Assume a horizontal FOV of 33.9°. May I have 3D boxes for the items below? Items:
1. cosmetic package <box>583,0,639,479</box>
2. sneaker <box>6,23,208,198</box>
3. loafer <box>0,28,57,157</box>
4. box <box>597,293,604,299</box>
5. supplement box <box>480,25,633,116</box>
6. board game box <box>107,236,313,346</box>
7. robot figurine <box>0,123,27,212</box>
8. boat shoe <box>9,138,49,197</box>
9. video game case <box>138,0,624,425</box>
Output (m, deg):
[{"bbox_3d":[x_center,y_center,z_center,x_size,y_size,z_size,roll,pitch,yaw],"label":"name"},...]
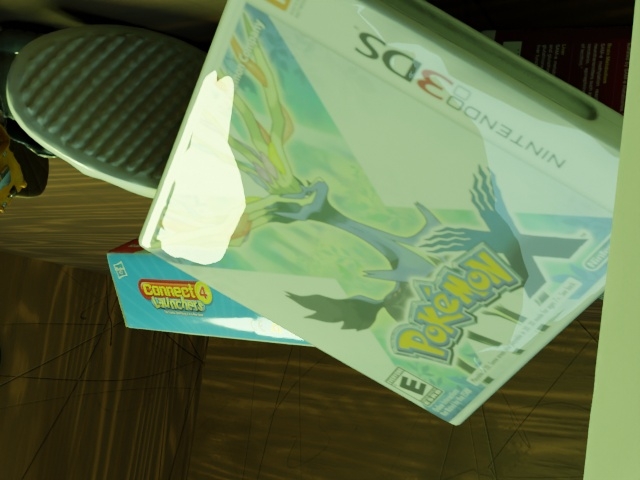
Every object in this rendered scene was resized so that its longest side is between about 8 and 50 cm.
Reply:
[{"bbox_3d":[0.311,-0.028,0.251,0.329,0.327,0.393,10,171,-15],"label":"cosmetic package"},{"bbox_3d":[-0.100,-0.083,0.923,0.366,0.135,0.150,13,167,-26],"label":"sneaker"},{"bbox_3d":[-0.264,-0.120,0.980,0.094,0.087,0.251,9,172,-4],"label":"loafer"},{"bbox_3d":[0.259,-0.027,0.895,0.207,0.153,0.108,2,169,33],"label":"box"},{"bbox_3d":[0.222,-0.073,0.703,0.239,0.130,0.073,5,170,28],"label":"supplement box"},{"bbox_3d":[0.000,0.000,1.060,0.308,0.086,0.302,0,-159,41],"label":"board game box"},{"bbox_3d":[-0.350,-0.116,0.869,0.211,0.085,0.291,30,164,11],"label":"robot figurine"},{"bbox_3d":[-0.439,-0.100,1.232,0.089,0.104,0.285,1,170,24],"label":"boat shoe"},{"bbox_3d":[0.041,-0.019,0.724,0.300,0.036,0.329,30,141,-2],"label":"video game case"}]
